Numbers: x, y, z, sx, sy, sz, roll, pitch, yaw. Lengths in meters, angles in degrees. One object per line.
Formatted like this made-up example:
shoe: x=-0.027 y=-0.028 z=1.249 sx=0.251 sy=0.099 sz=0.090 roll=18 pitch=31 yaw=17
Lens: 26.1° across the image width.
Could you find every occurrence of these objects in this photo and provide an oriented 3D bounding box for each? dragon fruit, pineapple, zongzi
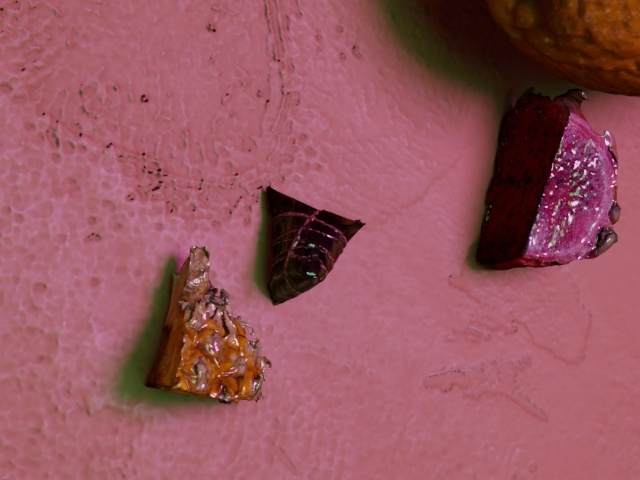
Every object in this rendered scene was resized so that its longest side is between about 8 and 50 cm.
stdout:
dragon fruit: x=0.189 y=-0.038 z=1.061 sx=0.096 sy=0.102 sz=0.147 roll=16 pitch=89 yaw=-17
pineapple: x=-0.085 y=0.062 z=0.945 sx=0.114 sy=0.077 sz=0.114 roll=16 pitch=64 yaw=-59
zongzi: x=0.000 y=0.000 z=0.989 sx=0.073 sy=0.067 sz=0.083 roll=2 pitch=68 yaw=-19

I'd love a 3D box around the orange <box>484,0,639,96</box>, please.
orange: x=0.259 y=-0.265 z=0.993 sx=0.357 sy=0.322 sz=0.322 roll=-26 pitch=98 yaw=-24
